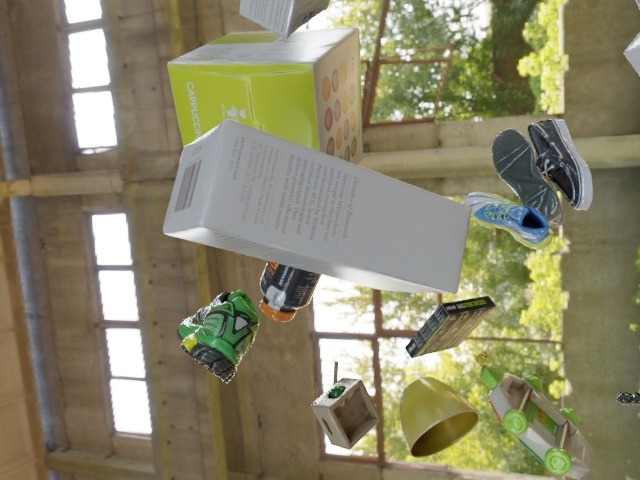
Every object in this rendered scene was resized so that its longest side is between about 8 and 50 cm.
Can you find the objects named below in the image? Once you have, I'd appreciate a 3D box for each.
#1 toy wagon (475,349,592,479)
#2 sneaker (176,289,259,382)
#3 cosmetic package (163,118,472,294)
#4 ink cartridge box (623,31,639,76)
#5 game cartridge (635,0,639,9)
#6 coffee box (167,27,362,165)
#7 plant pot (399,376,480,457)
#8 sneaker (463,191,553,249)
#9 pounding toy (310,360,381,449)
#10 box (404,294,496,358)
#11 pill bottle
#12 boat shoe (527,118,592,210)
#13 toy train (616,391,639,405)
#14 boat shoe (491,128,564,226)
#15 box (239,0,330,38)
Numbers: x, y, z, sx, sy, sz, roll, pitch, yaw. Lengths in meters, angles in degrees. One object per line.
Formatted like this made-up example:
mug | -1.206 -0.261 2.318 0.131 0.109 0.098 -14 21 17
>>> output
toy wagon | 0.502 0.410 1.459 0.068 0.344 0.267 -54 -17 21
sneaker | -0.179 0.171 1.161 0.146 0.134 0.343 -51 12 -12
cosmetic package | -0.002 -0.035 1.005 0.453 0.230 0.161 17 -99 -27
ink cartridge box | 0.449 -0.162 0.619 0.093 0.154 0.212 -47 -74 -14
game cartridge | 0.897 -0.575 1.399 0.062 0.297 0.198 73 -162 -45
coffee box | -0.106 -0.291 1.417 0.334 0.338 0.337 -57 -32 -54
plant pot | 0.188 0.290 1.026 0.095 0.134 0.134 59 179 38
sneaker | 0.469 -0.071 1.499 0.091 0.240 0.126 -57 -22 -11
pounding toy | 0.050 0.370 1.373 0.130 0.100 0.141 -34 -77 -33
box | 0.336 0.224 1.564 0.184 0.190 0.045 -3 -131 -34
pill bottle | -0.061 0.069 1.405 0.245 0.130 0.130 -67 -11 23
boat shoe | 0.619 -0.202 1.584 0.108 0.102 0.301 91 174 -58
toy train | 0.717 0.355 1.340 0.027 0.036 0.158 -65 4 -15
boat shoe | 0.593 -0.180 1.722 0.103 0.118 0.320 23 -143 -51
box | -0.056 -0.537 1.208 0.181 0.119 0.182 -50 -13 -40
